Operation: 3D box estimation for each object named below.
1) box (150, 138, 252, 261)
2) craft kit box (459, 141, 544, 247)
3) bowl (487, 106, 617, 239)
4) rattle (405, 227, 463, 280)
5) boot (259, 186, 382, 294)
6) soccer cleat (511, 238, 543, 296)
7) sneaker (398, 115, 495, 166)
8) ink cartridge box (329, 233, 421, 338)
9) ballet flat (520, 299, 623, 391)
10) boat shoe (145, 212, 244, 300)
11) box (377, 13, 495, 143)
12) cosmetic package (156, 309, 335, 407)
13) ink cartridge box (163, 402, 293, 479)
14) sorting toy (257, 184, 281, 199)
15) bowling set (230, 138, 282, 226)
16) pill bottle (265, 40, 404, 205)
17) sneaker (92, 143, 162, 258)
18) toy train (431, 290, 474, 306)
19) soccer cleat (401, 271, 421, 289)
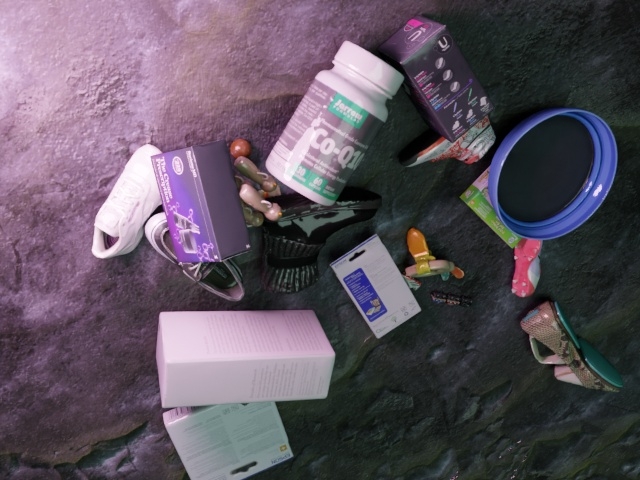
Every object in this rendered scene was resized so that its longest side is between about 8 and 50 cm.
[{"bbox_3d":[-0.276,-0.087,1.554,0.103,0.184,0.261,-23,103,-44],"label":"box"},{"bbox_3d":[0.577,-0.138,1.996,0.250,0.061,0.247,39,97,-30],"label":"craft kit box"},{"bbox_3d":[0.654,-0.190,1.920,0.390,0.077,0.391,-8,118,-15],"label":"bowl"},{"bbox_3d":[0.340,0.047,2.026,0.199,0.143,0.130,-3,149,-35],"label":"rattle"},{"bbox_3d":[-0.002,-0.002,1.826,0.347,0.131,0.260,-7,115,-8],"label":"boot"},{"bbox_3d":[0.659,0.062,2.123,0.095,0.083,0.248,-20,120,-43],"label":"soccer cleat"},{"bbox_3d":[0.355,-0.248,1.842,0.270,0.090,0.145,-38,119,0],"label":"sneaker"},{"bbox_3d":[0.159,0.127,1.987,0.165,0.065,0.333,-32,123,0],"label":"ink cartridge box"},{"bbox_3d":[0.844,0.387,2.318,0.182,0.164,0.483,-34,118,26],"label":"ballet flat"},{"bbox_3d":[-0.300,0.044,1.725,0.121,0.119,0.335,-48,133,2],"label":"boat shoe"},{"bbox_3d":[0.290,-0.406,1.694,0.143,0.165,0.270,-40,122,4],"label":"box"},{"bbox_3d":[-0.213,0.319,1.866,0.453,0.230,0.162,2,116,-18],"label":"cosmetic package"},{"bbox_3d":[-0.277,0.603,2.084,0.324,0.071,0.330,-20,122,-10],"label":"ink cartridge box"},{"bbox_3d":[-0.136,-0.125,1.786,0.062,0.012,0.083,-17,121,-9],"label":"sorting toy"},{"bbox_3d":[-0.178,-0.139,1.677,0.154,0.287,0.200,37,67,-36],"label":"bowling set"},{"bbox_3d":[0.037,-0.284,1.645,0.204,0.204,0.361,26,102,-28],"label":"pill bottle"},{"bbox_3d":[-0.455,-0.082,1.614,0.114,0.152,0.305,27,107,5],"label":"sneaker"},{"bbox_3d":[0.413,0.186,2.126,0.158,0.027,0.036,12,123,-24],"label":"toy train"},{"bbox_3d":[0.270,0.125,2.044,0.083,0.029,0.036,29,100,-33],"label":"soccer cleat"}]
